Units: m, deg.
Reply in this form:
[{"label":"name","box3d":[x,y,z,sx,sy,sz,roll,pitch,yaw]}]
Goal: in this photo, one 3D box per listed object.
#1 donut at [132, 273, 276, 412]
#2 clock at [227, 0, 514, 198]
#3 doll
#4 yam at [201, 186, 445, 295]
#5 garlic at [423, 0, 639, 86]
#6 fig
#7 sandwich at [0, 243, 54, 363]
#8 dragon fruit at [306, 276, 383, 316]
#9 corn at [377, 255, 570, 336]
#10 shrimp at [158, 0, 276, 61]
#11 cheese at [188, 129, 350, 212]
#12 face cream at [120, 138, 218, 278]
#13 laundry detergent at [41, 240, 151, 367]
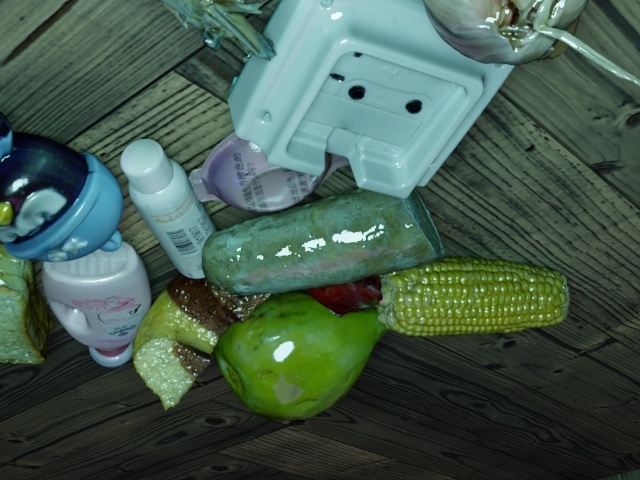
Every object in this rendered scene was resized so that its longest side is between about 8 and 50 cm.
[{"label":"donut","box3d":[-0.189,0.103,1.490,0.112,0.151,0.295,39,100,-27]},{"label":"clock","box3d":[0.061,-0.168,1.039,0.262,0.116,0.231,12,138,-25]},{"label":"doll","box3d":[-0.368,-0.062,1.181,0.177,0.141,0.314,-28,139,28]},{"label":"yam","box3d":[0.000,0.000,1.299,0.330,0.133,0.133,-12,149,1]},{"label":"garlic","box3d":[0.219,-0.247,0.874,0.257,0.207,0.207,32,169,33]},{"label":"fig","box3d":[-0.020,0.154,1.563,0.314,0.233,0.233,-37,144,1]},{"label":"sandwich","box3d":[-0.582,0.094,1.470,0.301,0.099,0.271,4,145,-6]},{"label":"dragon fruit","box3d":[-0.001,0.045,1.423,0.120,0.127,0.161,-33,139,28]},{"label":"corn","box3d":[0.234,0.089,1.512,0.347,0.130,0.130,3,149,-16]},{"label":"shrimp","box3d":[-0.097,-0.298,0.836,0.247,0.085,0.360,-12,137,15]},{"label":"cheese","box3d":[-0.025,-0.106,1.205,0.286,0.074,0.189,-18,151,0]},{"label":"face cream","box3d":[-0.199,-0.041,1.289,0.082,0.082,0.269,-8,151,8]},{"label":"laundry detergent","box3d":[-0.348,0.109,1.526,0.159,0.088,0.335,0,150,-7]}]
